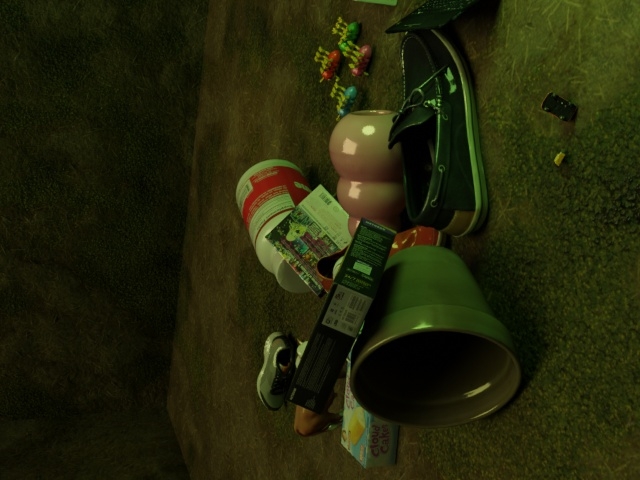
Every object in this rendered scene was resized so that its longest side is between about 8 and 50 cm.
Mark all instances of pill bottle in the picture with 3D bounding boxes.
[{"bbox_3d":[-0.098,-0.042,2.354,0.408,0.229,0.229,-116,34,-47],"label":"pill bottle"}]

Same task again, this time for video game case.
[{"bbox_3d":[0.000,0.000,2.111,0.232,0.210,0.042,46,180,25],"label":"video game case"}]

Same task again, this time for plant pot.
[{"bbox_3d":[0.213,0.170,1.599,0.280,0.323,0.323,-91,18,-45],"label":"plant pot"}]

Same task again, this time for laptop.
[{"bbox_3d":[0.258,-0.554,1.650,0.137,0.264,0.234,58,167,-22],"label":"laptop"}]

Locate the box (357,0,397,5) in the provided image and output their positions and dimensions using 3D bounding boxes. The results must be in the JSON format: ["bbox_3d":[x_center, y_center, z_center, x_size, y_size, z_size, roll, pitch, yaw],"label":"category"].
[{"bbox_3d":[0.116,-0.693,2.002,0.181,0.119,0.182,-134,48,-57],"label":"box"}]

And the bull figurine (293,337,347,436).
[{"bbox_3d":[0.008,0.387,2.171,0.101,0.188,0.311,-135,49,-58],"label":"bull figurine"}]

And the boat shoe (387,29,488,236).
[{"bbox_3d":[0.227,-0.248,1.707,0.187,0.156,0.500,136,131,-62],"label":"boat shoe"}]

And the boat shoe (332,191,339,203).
[{"bbox_3d":[0.065,-0.097,2.180,0.207,0.073,0.073,120,145,-49],"label":"boat shoe"}]

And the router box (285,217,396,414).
[{"bbox_3d":[0.041,0.144,1.556,0.243,0.081,0.309,-64,-4,-57],"label":"router box"}]

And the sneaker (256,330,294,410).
[{"bbox_3d":[-0.142,0.440,2.640,0.108,0.100,0.272,31,118,57],"label":"sneaker"}]

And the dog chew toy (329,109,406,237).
[{"bbox_3d":[0.125,-0.137,1.899,0.206,0.206,0.332,-148,53,-63],"label":"dog chew toy"}]

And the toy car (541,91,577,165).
[{"bbox_3d":[0.408,-0.197,1.412,0.040,0.060,0.122,-45,-33,-78],"label":"toy car"}]

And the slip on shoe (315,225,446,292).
[{"bbox_3d":[0.132,0.040,1.827,0.331,0.101,0.123,-21,49,27],"label":"slip on shoe"}]

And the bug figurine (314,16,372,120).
[{"bbox_3d":[0.067,-0.468,2.176,0.279,0.072,0.216,-108,35,-44],"label":"bug figurine"}]

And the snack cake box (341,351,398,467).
[{"bbox_3d":[0.129,0.415,2.018,0.152,0.089,0.265,-156,68,-64],"label":"snack cake box"}]

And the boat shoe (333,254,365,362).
[{"bbox_3d":[0.111,0.216,1.782,0.135,0.156,0.367,-11,113,29],"label":"boat shoe"}]
